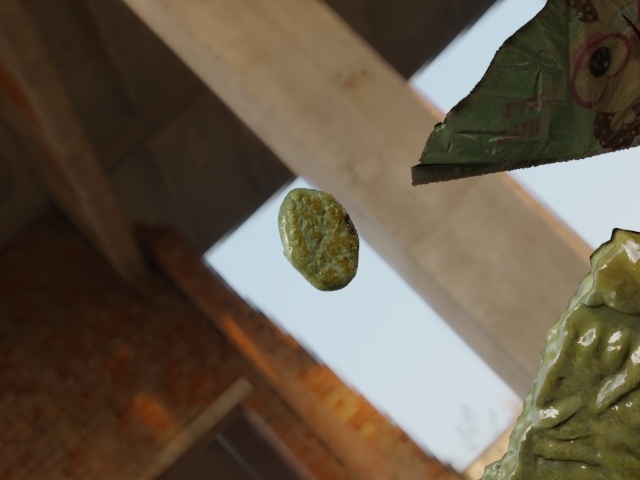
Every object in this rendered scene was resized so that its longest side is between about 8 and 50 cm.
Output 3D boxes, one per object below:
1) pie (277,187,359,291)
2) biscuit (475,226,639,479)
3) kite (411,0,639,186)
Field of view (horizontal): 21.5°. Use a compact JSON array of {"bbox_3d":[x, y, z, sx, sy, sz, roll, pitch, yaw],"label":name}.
[{"bbox_3d":[0.000,0.000,1.273,0.017,0.085,0.085,-29,-1,44],"label":"pie"},{"bbox_3d":[0.211,0.134,1.094,0.036,0.187,0.273,-73,3,-63],"label":"biscuit"},{"bbox_3d":[0.103,-0.116,0.686,0.250,0.012,0.229,36,-92,-40],"label":"kite"}]
